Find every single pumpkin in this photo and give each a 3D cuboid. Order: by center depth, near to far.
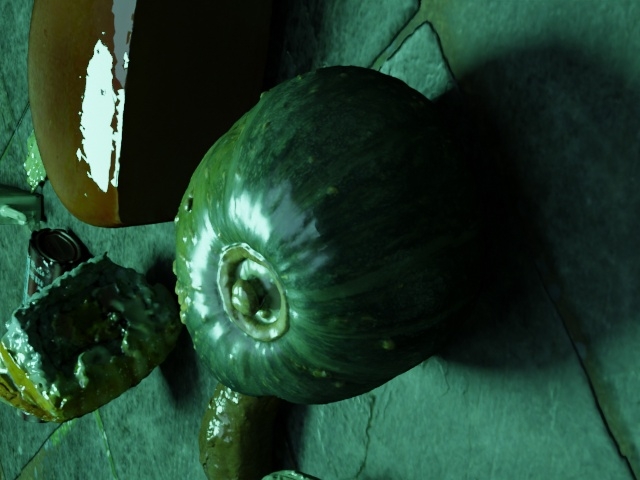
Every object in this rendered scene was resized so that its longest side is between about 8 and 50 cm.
[{"bbox_3d":[0.000,0.000,1.094,0.328,0.257,0.291,-21,90,48],"label":"pumpkin"}]

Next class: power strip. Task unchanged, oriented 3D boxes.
[{"bbox_3d":[-0.554,-0.061,2.027,0.288,0.093,0.053,12,102,54],"label":"power strip"}]

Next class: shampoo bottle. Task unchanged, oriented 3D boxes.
[{"bbox_3d":[-0.442,0.147,1.908,0.129,0.084,0.323,42,129,47],"label":"shampoo bottle"}]

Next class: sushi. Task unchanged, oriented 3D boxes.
[{"bbox_3d":[-0.326,0.137,1.583,0.184,0.274,0.139,56,151,2],"label":"sushi"}]

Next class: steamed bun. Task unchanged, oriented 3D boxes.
[{"bbox_3d":[-0.207,-0.213,1.376,0.248,0.235,0.379,32,122,43],"label":"steamed bun"}]

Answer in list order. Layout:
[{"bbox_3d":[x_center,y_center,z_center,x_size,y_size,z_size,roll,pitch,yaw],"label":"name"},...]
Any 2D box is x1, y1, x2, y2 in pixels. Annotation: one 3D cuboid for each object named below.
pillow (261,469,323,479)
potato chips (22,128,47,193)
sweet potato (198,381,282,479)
[{"bbox_3d":[0.049,0.380,1.181,0.322,0.120,0.255,7,99,44],"label":"pillow"},{"bbox_3d":[-0.453,-0.166,1.921,0.092,0.028,0.207,62,142,26],"label":"potato chips"},{"bbox_3d":[-0.094,0.232,1.410,0.114,0.092,0.341,30,121,31],"label":"sweet potato"}]
